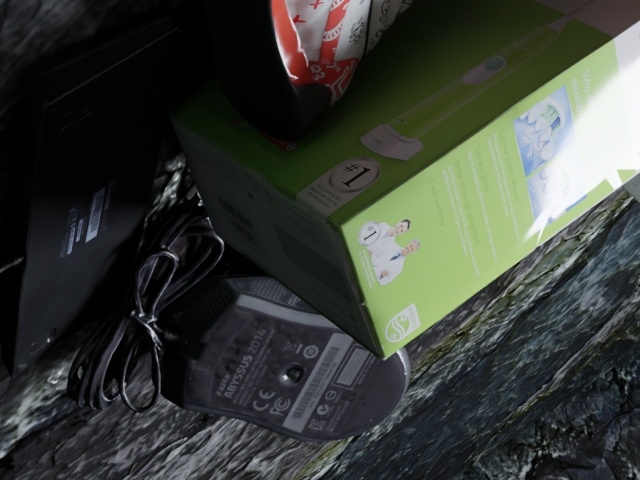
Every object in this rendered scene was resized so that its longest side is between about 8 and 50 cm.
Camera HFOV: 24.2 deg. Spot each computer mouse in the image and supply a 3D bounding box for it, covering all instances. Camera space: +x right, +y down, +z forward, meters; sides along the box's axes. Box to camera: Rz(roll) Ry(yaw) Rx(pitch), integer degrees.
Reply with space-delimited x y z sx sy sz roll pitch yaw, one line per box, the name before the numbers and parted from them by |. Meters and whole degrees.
computer mouse | -0.050 0.073 1.171 0.272 0.072 0.188 22 109 -31

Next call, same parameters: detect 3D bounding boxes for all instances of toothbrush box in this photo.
toothbrush box | 0.075 -0.081 1.007 0.283 0.206 0.122 -36 131 -18

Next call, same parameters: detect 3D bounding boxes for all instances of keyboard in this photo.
keyboard | -0.185 -0.006 0.978 0.201 0.033 0.317 -37 161 -34

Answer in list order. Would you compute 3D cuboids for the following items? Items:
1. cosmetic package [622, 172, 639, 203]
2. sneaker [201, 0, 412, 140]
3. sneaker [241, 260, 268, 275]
cosmetic package | 0.221 -0.144 1.152 0.085 0.231 0.117 -28 157 -33
sneaker | -0.006 -0.191 0.857 0.145 0.090 0.270 -51 155 -27
sneaker | 0.000 0.000 1.266 0.341 0.125 0.140 -39 133 -1
